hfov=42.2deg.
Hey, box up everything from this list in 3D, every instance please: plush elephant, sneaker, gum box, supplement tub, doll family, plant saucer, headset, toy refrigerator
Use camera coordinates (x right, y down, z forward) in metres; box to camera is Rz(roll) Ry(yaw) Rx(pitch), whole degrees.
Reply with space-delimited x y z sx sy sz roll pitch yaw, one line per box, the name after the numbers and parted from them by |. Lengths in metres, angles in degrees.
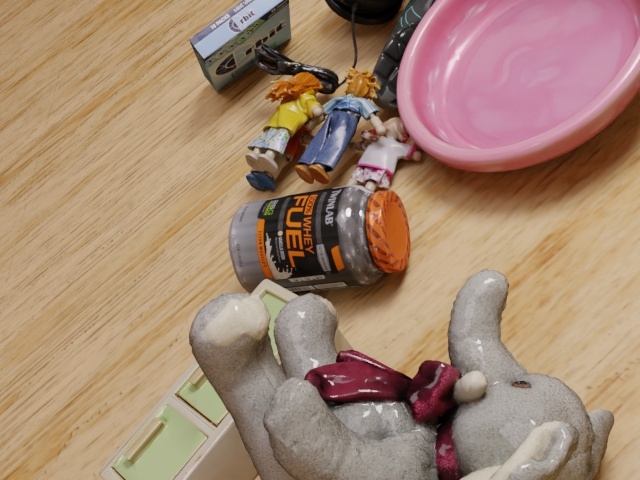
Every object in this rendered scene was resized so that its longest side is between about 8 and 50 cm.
0.091 0.145 0.657 0.255 0.272 0.330 -26 73 12 | plush elephant
0.152 -0.287 1.164 0.267 0.101 0.106 -54 15 -10 | sneaker
-0.118 -0.312 1.281 0.157 0.184 0.041 -37 86 -4 | gum box
0.000 0.000 0.959 0.190 0.117 0.117 -9 48 25 | supplement tub
0.003 -0.151 1.089 0.262 0.118 0.163 13 63 36 | doll family
0.250 -0.217 0.989 0.332 0.084 0.332 -22 51 30 | plant saucer
0.045 -0.406 1.204 0.185 0.243 0.395 18 86 -2 | headset
-0.096 0.176 0.875 0.102 0.094 0.269 25 68 43 | toy refrigerator
